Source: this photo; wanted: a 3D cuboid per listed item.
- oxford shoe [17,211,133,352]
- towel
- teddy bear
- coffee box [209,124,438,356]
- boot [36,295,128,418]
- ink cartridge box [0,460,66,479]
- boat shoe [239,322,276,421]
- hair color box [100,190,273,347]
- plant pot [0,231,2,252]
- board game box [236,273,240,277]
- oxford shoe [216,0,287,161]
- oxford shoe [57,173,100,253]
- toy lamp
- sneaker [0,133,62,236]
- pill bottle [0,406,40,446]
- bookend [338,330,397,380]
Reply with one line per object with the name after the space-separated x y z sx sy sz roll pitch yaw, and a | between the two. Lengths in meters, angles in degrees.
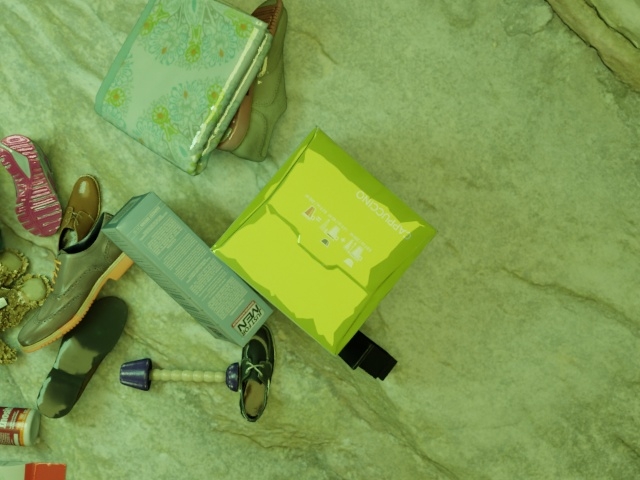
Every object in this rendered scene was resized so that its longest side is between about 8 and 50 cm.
-0.569 0.090 1.632 0.364 0.130 0.133 -50 123 -13 | oxford shoe
-0.311 -0.378 1.613 0.320 0.090 0.375 33 97 24 | towel
-0.783 0.172 1.661 0.245 0.113 0.338 30 80 -11 | teddy bear
0.000 0.000 1.589 0.337 0.334 0.338 41 88 -3 | coffee box
-0.552 0.268 1.675 0.112 0.115 0.305 29 69 -3 | boot
-0.720 0.611 1.681 0.224 0.056 0.181 4 90 -2 | ink cartridge box
-0.150 0.311 1.708 0.083 0.079 0.233 6 88 -2 | boat shoe
-0.295 0.066 1.589 0.374 0.185 0.114 47 70 -18 | hair color box
-0.897 -0.036 1.548 0.333 0.341 0.342 -16 91 -12 | plant pot
-0.237 0.052 1.676 0.090 0.090 0.020 23 72 34 | board game box
-0.144 -0.376 1.702 0.146 0.140 0.397 25 78 -42 | oxford shoe
-0.565 -0.052 1.680 0.076 0.076 0.213 11 88 -2 | oxford shoe
-0.330 0.317 1.695 0.274 0.080 0.080 1 90 -5 | toy lamp
-0.657 -0.133 1.663 0.102 0.111 0.253 -10 113 -8 | sneaker
-0.736 0.427 1.662 0.151 0.086 0.086 5 90 -4 | pill bottle
0.116 0.276 1.664 0.157 0.156 0.072 39 88 -26 | bookend
